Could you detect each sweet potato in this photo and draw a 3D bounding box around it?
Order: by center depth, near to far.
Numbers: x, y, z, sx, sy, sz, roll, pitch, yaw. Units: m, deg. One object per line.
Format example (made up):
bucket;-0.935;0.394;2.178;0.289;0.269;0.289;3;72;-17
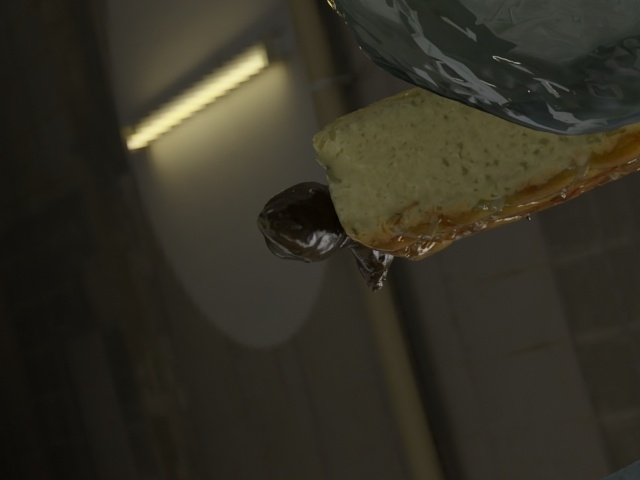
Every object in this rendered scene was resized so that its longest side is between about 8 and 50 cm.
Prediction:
sweet potato;0.003;-0.006;0.803;0.038;0.153;0.041;24;-89;23

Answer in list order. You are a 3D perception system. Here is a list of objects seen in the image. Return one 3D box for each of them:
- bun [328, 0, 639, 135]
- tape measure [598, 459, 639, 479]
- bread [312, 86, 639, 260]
bun;0.135;-0.182;0.466;0.194;0.354;0.354;57;-24;-10
tape measure;0.235;0.148;0.774;0.182;0.181;0.107;55;-1;44
bread;0.100;-0.051;0.773;0.068;0.188;0.125;69;16;5
